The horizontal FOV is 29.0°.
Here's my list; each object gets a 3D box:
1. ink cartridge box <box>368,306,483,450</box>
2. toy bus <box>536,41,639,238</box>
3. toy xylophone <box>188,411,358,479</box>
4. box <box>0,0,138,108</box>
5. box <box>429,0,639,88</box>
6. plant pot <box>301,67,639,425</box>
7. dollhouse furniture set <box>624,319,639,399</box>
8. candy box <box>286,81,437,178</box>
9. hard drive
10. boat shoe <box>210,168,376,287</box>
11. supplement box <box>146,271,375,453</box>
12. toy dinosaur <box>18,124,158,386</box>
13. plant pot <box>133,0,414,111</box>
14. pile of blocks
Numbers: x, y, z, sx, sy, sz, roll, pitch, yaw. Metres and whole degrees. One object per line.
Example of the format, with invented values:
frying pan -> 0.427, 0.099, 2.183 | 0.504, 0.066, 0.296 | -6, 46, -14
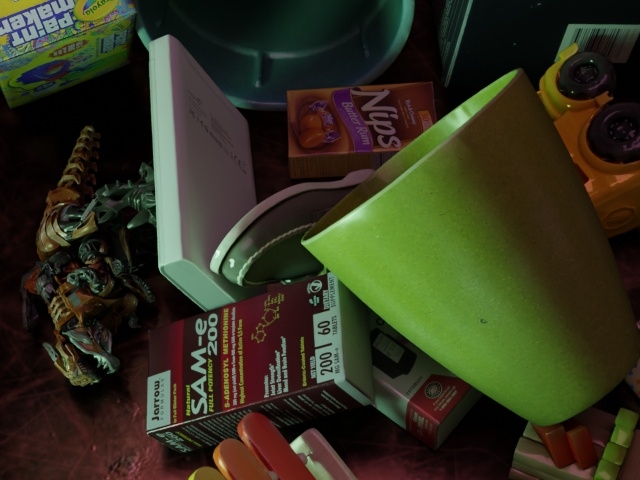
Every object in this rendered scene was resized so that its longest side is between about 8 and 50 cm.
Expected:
ink cartridge box -> 0.095, 0.124, 1.359 | 0.175, 0.072, 0.127 | 34, 66, 22
toy bus -> 0.285, -0.091, 1.459 | 0.211, 0.149, 0.220 | -29, 55, 5
toy xylophone -> -0.056, 0.310, 1.161 | 0.236, 0.081, 0.323 | 46, 33, 6
box -> -0.357, -0.340, 1.500 | 0.177, 0.290, 0.279 | -24, 90, -11
box -> 0.313, -0.366, 1.570 | 0.343, 0.179, 0.312 | -1, 56, -8
plant pot -> 0.179, 0.029, 1.228 | 0.275, 0.275, 0.293 | -41, 94, -20
dollhouse furniture set -> 0.413, 0.139, 1.269 | 0.161, 0.101, 0.182 | -44, 58, 16
candy box -> 0.052, -0.138, 1.544 | 0.187, 0.053, 0.109 | -3, 56, 0
hard drive -> -0.128, -0.059, 1.417 | 0.040, 0.203, 0.307 | -19, 55, 17
boat shoe -> 0.002, -0.003, 1.367 | 0.091, 0.109, 0.305 | 45, 35, 17
supplement box -> -0.067, 0.131, 1.311 | 0.239, 0.073, 0.130 | -19, 55, 22
toy dinosaur -> -0.256, 0.001, 1.425 | 0.218, 0.164, 0.321 | -19, 79, 12
plant pot -> -0.057, -0.402, 1.577 | 0.341, 0.341, 0.334 | -1, 50, 3
pile of blocks -> 0.344, 0.268, 1.227 | 0.149, 0.112, 0.362 | -37, 63, -19
